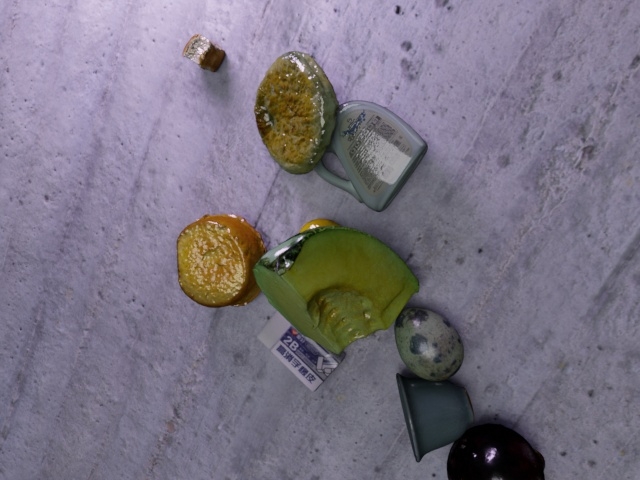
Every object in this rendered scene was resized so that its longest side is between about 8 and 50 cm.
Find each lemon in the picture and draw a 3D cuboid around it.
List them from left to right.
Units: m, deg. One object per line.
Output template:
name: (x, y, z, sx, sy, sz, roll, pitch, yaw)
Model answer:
lemon: (0.000, 0.000, 1.122, 0.133, 0.109, 0.108, -6, 96, 29)

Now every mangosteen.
mangosteen: (0.409, 0.528, 1.021, 0.250, 0.211, 0.211, 33, 110, -15)

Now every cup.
cup: (0.270, 0.393, 1.064, 0.150, 0.199, 0.198, -13, 94, 3)

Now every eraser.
eraser: (-0.052, 0.278, 1.205, 0.210, 0.068, 0.124, 42, 112, 10)

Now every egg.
egg: (0.243, 0.234, 1.053, 0.141, 0.141, 0.181, -42, 79, 21)

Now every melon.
melon: (0.017, 0.095, 0.997, 0.332, 0.226, 0.343, -18, 127, 20)

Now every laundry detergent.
laundry detergent: (0.081, -0.218, 1.059, 0.281, 0.105, 0.214, 37, 110, 11)

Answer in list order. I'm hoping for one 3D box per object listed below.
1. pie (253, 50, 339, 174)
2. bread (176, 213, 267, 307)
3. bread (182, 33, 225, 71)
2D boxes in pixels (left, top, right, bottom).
pie: (-0.057, -0.289, 1.062, 0.277, 0.079, 0.276, 19, 117, 45)
bread: (-0.259, 0.054, 1.206, 0.269, 0.146, 0.267, 2, 99, 16)
bread: (-0.297, -0.479, 1.169, 0.077, 0.083, 0.070, 36, 105, 12)
